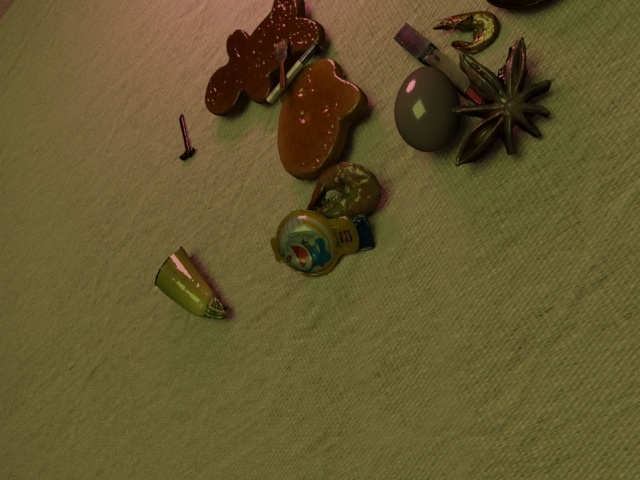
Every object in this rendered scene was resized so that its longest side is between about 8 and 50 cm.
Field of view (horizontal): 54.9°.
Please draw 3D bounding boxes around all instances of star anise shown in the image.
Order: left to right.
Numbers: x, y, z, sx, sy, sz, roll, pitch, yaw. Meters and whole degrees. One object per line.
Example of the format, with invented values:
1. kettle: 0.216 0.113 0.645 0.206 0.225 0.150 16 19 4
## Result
1. star anise: 0.377 -0.291 1.291 0.199 0.110 0.257 -3 91 12

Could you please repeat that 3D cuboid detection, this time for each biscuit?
1. biscuit: -0.179 -0.525 1.814 0.432 0.064 0.283 -40 62 23
2. biscuit: 0.004 -0.327 1.615 0.287 0.057 0.343 -20 61 35

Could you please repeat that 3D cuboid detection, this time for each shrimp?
1. shrimp: 0.033 -0.099 1.514 0.267 0.061 0.145 -29 100 43
2. shrimp: 0.335 -0.480 1.429 0.163 0.045 0.095 6 102 34

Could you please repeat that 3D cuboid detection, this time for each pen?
1. pen: -0.078 -0.455 1.683 0.204 0.025 0.025 -47 54 17

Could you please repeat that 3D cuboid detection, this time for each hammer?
1. hammer: -0.444 -0.341 1.998 0.065 0.021 0.178 -34 59 27

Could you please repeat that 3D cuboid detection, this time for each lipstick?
1. lipstick: 0.286 -0.405 1.434 0.051 0.051 0.312 -49 56 16

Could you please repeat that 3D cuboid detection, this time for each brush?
1. brush: -0.104 -0.478 1.689 0.043 0.014 0.169 -19 63 32

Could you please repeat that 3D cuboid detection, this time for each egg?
1. egg: 0.238 -0.293 1.374 0.146 0.146 0.198 -9 75 36

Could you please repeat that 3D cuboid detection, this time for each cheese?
1. cheese: 0.000 0.000 1.512 0.271 0.069 0.176 -12 102 23

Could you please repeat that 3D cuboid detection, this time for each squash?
1. squash: -0.372 0.149 1.743 0.287 0.137 0.137 45 106 35

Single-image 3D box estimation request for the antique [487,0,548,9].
1. antique: 0.457 -0.625 1.308 0.278 0.129 0.223 -42 54 19
